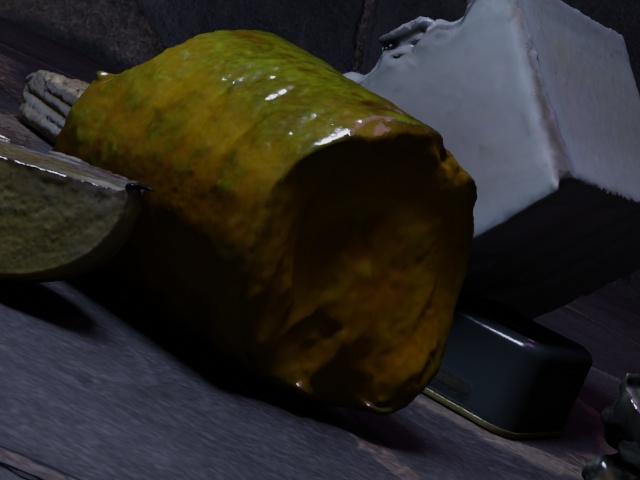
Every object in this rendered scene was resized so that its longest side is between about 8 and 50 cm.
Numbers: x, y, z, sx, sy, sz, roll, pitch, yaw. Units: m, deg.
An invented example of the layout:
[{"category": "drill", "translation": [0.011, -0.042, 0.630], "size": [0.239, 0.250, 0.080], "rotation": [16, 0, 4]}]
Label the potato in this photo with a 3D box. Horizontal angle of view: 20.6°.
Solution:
[{"category": "potato", "translation": [-0.248, -0.033, 1.218], "size": [0.243, 0.098, 0.138], "rotation": [18, 4, -12]}]

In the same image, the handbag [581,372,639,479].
[{"category": "handbag", "translation": [0.385, 0.212, 1.220], "size": [0.327, 0.163, 0.325], "rotation": [14, 5, -29]}]

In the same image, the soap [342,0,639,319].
[{"category": "soap", "translation": [0.165, -0.058, 1.759], "size": [0.435, 0.350, 0.213], "rotation": [9, 55, -59]}]

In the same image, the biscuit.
[{"category": "biscuit", "translation": [-0.199, -0.093, 1.974], "size": [0.144, 0.078, 0.426], "rotation": [20, 8, -38]}]

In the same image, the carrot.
[{"category": "carrot", "translation": [-0.053, -0.031, 1.350], "size": [0.340, 0.241, 0.241], "rotation": [32, 9, 38]}]

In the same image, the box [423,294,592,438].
[{"category": "box", "translation": [0.165, 0.115, 1.668], "size": [0.144, 0.090, 0.201], "rotation": [28, 7, 25]}]
